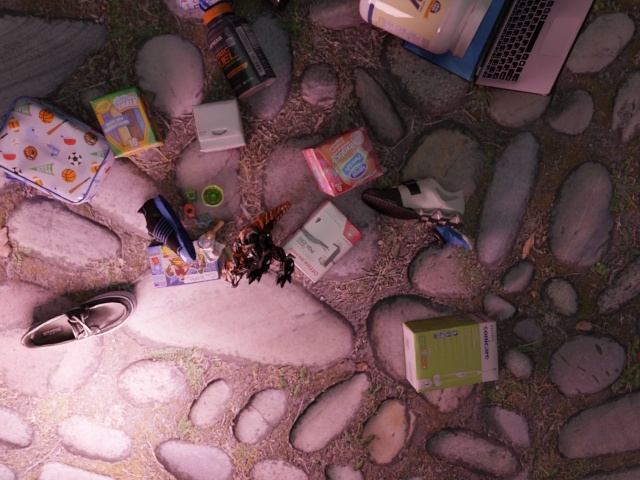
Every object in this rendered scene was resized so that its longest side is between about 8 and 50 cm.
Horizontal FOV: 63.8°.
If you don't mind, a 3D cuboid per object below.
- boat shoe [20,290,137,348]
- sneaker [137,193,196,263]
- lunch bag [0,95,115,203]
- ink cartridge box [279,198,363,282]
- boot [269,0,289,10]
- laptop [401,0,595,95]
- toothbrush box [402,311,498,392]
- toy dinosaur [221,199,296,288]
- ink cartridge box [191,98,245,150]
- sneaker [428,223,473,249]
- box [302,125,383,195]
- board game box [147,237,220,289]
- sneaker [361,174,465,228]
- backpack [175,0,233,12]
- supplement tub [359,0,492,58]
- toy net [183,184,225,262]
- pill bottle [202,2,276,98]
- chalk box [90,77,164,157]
[{"bbox_3d":[-0.713,0.254,1.532,0.336,0.119,0.121,-23,101,-4],"label":"boat shoe"},{"bbox_3d":[-0.457,-0.021,1.532,0.091,0.081,0.232,-32,80,7],"label":"sneaker"},{"bbox_3d":[-0.757,-0.249,1.452,0.304,0.115,0.243,30,96,-12],"label":"lunch bag"},{"bbox_3d":[0.000,0.000,1.608,0.218,0.092,0.158,-45,101,3],"label":"ink cartridge box"},{"bbox_3d":[-0.179,-0.923,1.424,0.445,0.146,0.367,40,82,-3],"label":"boot"},{"bbox_3d":[0.529,-0.673,1.509,0.237,0.408,0.381,18,98,-44],"label":"laptop"},{"bbox_3d":[0.431,0.367,1.711,0.284,0.122,0.206,-7,100,-6],"label":"toothbrush box"},{"bbox_3d":[-0.190,0.023,1.519,0.165,0.218,0.321,-10,136,-33],"label":"toy dinosaur"},{"bbox_3d":[-0.287,-0.324,1.471,0.128,0.176,0.127,-11,100,-6],"label":"ink cartridge box"},{"bbox_3d":[0.421,-0.001,1.681,0.152,0.058,0.084,41,86,-8],"label":"sneaker"},{"bbox_3d":[0.053,-0.226,1.472,0.154,0.300,0.142,-25,101,-4],"label":"box"},{"bbox_3d":[-0.419,0.069,1.588,0.202,0.035,0.136,-7,100,-7],"label":"board game box"},{"bbox_3d":[0.295,-0.141,1.625,0.331,0.122,0.146,12,77,-5],"label":"sneaker"},{"bbox_3d":[-0.331,-0.693,1.418,0.174,0.158,0.116,-25,101,4],"label":"backpack"},{"bbox_3d":[0.298,-0.669,1.435,0.325,0.235,0.235,28,94,5],"label":"supplement tub"},{"bbox_3d":[-0.349,-0.050,1.549,0.122,0.045,0.231,-2,84,-10],"label":"toy net"},{"bbox_3d":[-0.238,-0.543,1.468,0.131,0.130,0.245,-29,101,-3],"label":"pill bottle"},{"bbox_3d":[-0.548,-0.355,1.453,0.132,0.132,0.212,-19,102,-4],"label":"chalk box"}]
